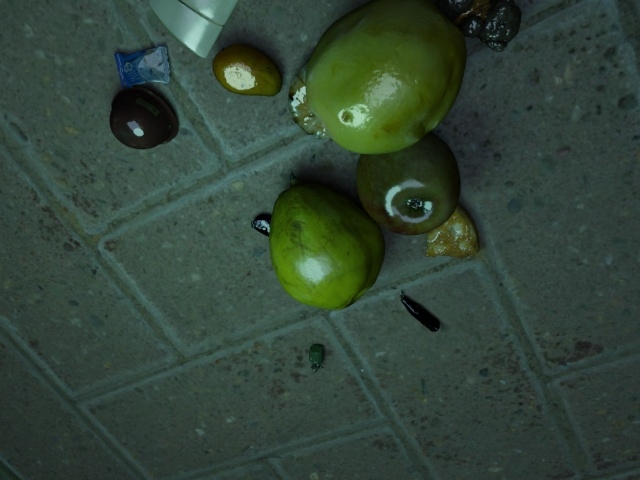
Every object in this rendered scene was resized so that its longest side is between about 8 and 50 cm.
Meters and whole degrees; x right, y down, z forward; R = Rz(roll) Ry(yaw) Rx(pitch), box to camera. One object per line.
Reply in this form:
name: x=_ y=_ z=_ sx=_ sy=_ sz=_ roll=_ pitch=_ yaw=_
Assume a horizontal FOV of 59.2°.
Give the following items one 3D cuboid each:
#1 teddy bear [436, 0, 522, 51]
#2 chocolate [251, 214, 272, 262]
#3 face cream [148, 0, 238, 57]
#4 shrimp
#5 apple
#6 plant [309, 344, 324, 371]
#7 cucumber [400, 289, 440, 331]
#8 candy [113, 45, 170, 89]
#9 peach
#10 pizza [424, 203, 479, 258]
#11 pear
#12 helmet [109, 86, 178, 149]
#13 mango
teddy bear: x=0.341 y=-0.489 z=1.193 sx=0.190 sy=0.177 sz=0.140 roll=33 pitch=162 yaw=-11
chocolate: x=-0.131 y=-0.004 z=1.556 sx=0.072 sy=0.070 sz=0.147 roll=-30 pitch=116 yaw=-9
face cream: x=-0.242 y=-0.590 z=1.225 sx=0.173 sy=0.081 sz=0.348 roll=33 pitch=117 yaw=-12
shrimp: x=0.084 y=-0.379 z=1.323 sx=0.233 sy=0.071 sz=0.365 roll=37 pitch=116 yaw=-25
apple: x=0.206 y=-0.136 z=1.345 sx=0.256 sy=0.234 sz=0.257 roll=4 pitch=123 yaw=6
plant: x=-0.011 y=0.375 z=1.762 sx=0.051 sy=0.051 sz=0.102 roll=2 pitch=124 yaw=6
cucumber: x=0.283 y=0.209 z=1.641 sx=0.163 sy=0.039 sz=0.043 roll=37 pitch=96 yaw=-16
candy: x=-0.429 y=-0.419 z=1.371 sx=0.136 sy=0.038 sz=0.088 roll=-5 pitch=107 yaw=8
peach: x=0.131 y=-0.339 z=1.148 sx=0.315 sy=0.314 sz=0.281 roll=-47 pitch=65 yaw=28
pizza: x=0.340 y=-0.011 z=1.503 sx=0.182 sy=0.062 sz=0.161 roll=40 pitch=109 yaw=-21
pear: x=0.000 y=0.000 z=1.428 sx=0.287 sy=0.287 sz=0.375 roll=-24 pitch=91 yaw=19
helmet: x=-0.449 y=-0.280 z=1.401 sx=0.175 sy=0.106 sz=0.155 roll=36 pitch=128 yaw=-27
mango: x=-0.170 y=-0.398 z=1.322 sx=0.165 sy=0.089 sz=0.115 roll=7 pitch=121 yaw=0
